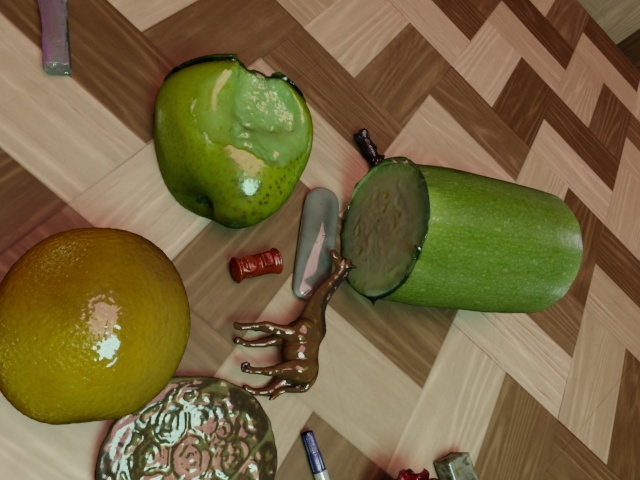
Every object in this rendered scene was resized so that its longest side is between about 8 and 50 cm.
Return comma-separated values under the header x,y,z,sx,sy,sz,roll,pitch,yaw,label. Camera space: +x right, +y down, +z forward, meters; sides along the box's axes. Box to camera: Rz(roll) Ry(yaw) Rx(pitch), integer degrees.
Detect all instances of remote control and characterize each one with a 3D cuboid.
x,y,z,sx,sy,sz,roll,pitch,yaw,label
0.000,0.000,0.843,0.073,0.044,0.229,19,62,-24,remote control

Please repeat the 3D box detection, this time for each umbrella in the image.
x,y,z,sx,sy,sz,roll,pitch,yaw,label
0.121,-0.177,0.988,0.040,0.037,0.144,-29,84,-13,umbrella

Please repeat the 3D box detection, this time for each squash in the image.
x,y,z,sx,sy,sz,roll,pitch,yaw,label
0.262,0.000,0.861,0.385,0.263,0.263,8,66,-26,squash

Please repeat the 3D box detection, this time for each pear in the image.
x,y,z,sx,sy,sz,roll,pitch,yaw,label
-0.142,-0.151,0.761,0.292,0.159,0.292,10,69,-26,pear

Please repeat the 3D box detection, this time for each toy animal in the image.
x,y,z,sx,sy,sz,roll,pitch,yaw,label
-0.030,0.131,0.751,0.230,0.066,0.224,-7,74,-21,toy animal

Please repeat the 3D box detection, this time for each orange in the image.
x,y,z,sx,sy,sz,roll,pitch,yaw,label
-0.270,0.100,0.549,0.236,0.236,0.236,11,65,-25,orange

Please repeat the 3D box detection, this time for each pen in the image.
x,y,z,sx,sy,sz,roll,pitch,yaw,label
0.012,0.395,0.698,0.025,0.025,0.204,-13,77,-33,pen

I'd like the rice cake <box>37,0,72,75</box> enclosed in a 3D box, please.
x,y,z,sx,sy,sz,roll,pitch,yaw,label
-0.441,-0.366,0.752,0.047,0.036,0.206,-5,74,-26,rice cake

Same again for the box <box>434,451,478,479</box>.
x,y,z,sx,sy,sz,roll,pitch,yaw,label
0.246,0.430,0.804,0.062,0.045,0.098,-10,74,-33,box

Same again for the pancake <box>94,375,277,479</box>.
x,y,z,sx,sy,sz,roll,pitch,yaw,label
-0.176,0.305,0.619,0.250,0.031,0.250,9,69,-25,pancake

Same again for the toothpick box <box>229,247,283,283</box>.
x,y,z,sx,sy,sz,roll,pitch,yaw,label
-0.108,0.042,0.763,0.083,0.047,0.047,-13,77,-33,toothpick box

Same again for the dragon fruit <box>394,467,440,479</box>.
x,y,z,sx,sy,sz,roll,pitch,yaw,label
0.132,0.480,0.643,0.198,0.218,0.273,22,53,34,dragon fruit
